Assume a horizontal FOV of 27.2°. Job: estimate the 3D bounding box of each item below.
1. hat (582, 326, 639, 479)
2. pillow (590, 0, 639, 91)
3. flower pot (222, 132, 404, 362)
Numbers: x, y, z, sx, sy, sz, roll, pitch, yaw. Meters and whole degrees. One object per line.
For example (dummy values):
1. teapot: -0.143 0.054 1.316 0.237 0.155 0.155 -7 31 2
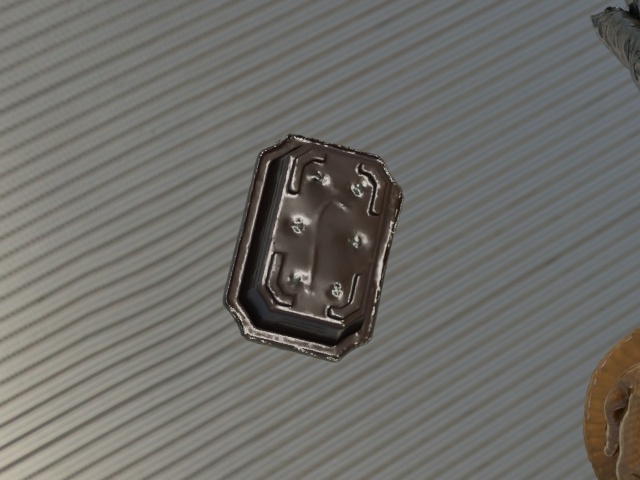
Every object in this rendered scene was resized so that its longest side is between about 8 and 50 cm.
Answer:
1. hat: 0.292 0.133 0.908 0.244 0.233 0.233 39 99 20
2. pillow: 0.398 -0.146 1.393 0.101 0.326 0.228 -38 105 13
3. flower pot: 0.000 0.000 1.475 0.178 0.084 0.251 15 77 -8
